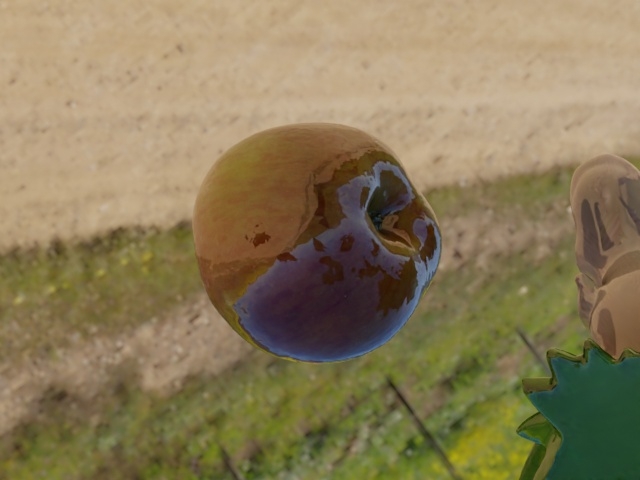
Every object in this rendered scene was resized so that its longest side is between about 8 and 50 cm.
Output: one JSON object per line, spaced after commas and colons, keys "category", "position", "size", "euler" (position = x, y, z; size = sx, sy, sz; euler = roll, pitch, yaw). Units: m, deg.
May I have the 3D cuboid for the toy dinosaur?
{"category": "toy dinosaur", "position": [0.159, 0.064, 0.687], "size": [0.152, 0.194, 0.177], "euler": [-35, 180, 20]}

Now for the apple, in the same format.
{"category": "apple", "position": [-0.002, -0.001, 0.709], "size": [0.102, 0.126, 0.126], "euler": [-25, 177, 42]}
